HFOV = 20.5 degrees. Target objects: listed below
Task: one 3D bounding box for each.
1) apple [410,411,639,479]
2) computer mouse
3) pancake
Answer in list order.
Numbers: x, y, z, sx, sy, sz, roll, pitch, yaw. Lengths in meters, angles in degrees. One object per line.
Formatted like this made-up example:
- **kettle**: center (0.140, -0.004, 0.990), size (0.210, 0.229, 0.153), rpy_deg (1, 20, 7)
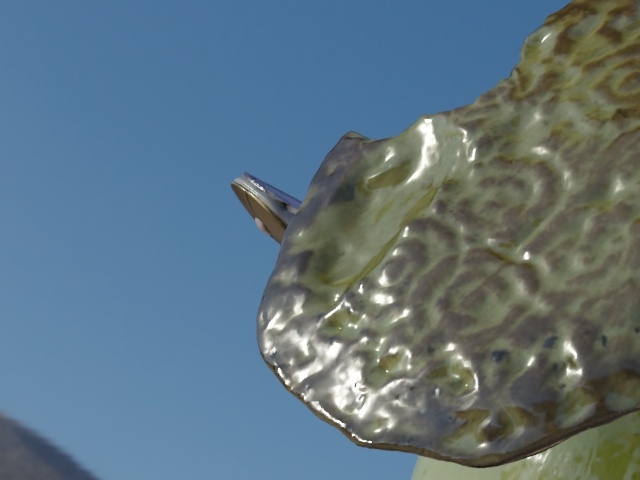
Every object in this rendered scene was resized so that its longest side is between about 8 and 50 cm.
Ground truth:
- **apple**: center (0.225, 0.180, 1.019), size (0.357, 0.357, 0.357), rpy_deg (10, -19, 3)
- **computer mouse**: center (0.000, 0.000, 1.916), size (0.245, 0.056, 0.126), rpy_deg (29, 5, -42)
- **pancake**: center (0.080, -0.008, 0.662), size (0.235, 0.212, 0.029), rpy_deg (-24, -49, 13)
